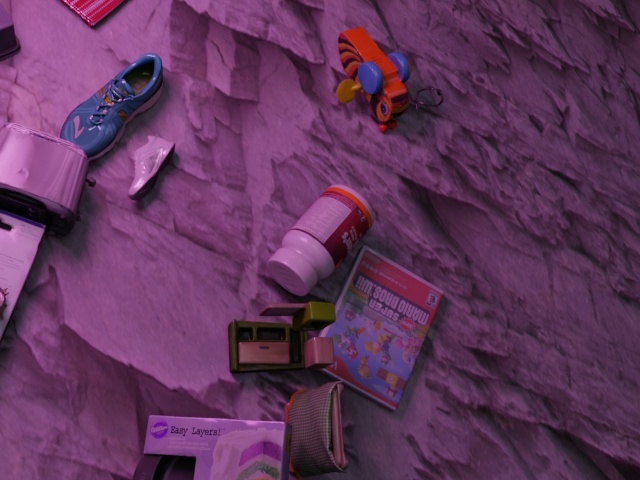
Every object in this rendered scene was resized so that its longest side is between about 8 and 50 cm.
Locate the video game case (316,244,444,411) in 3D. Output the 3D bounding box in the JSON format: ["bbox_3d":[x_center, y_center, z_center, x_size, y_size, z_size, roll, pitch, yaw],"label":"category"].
[{"bbox_3d":[0.117,0.175,1.767,0.204,0.025,0.285,30,64,-8],"label":"video game case"}]

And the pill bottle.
[{"bbox_3d":[0.000,0.000,1.731,0.121,0.121,0.221,42,63,-2],"label":"pill bottle"}]

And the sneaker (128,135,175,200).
[{"bbox_3d":[-0.343,-0.142,1.699,0.061,0.053,0.152,26,58,0],"label":"sneaker"}]

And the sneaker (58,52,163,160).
[{"bbox_3d":[-0.405,-0.268,1.683,0.107,0.110,0.275,38,64,-4],"label":"sneaker"}]

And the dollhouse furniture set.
[{"bbox_3d":[-0.064,0.276,1.567,0.151,0.197,0.301,3,70,-22],"label":"dollhouse furniture set"}]

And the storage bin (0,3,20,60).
[{"bbox_3d":[-0.647,-0.397,1.650,0.135,0.091,0.098,-31,84,-27],"label":"storage bin"}]

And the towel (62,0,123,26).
[{"bbox_3d":[-0.514,-0.586,1.800,0.275,0.031,0.199,41,61,-5],"label":"towel"}]

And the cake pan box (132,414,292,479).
[{"bbox_3d":[-0.188,0.427,1.483,0.267,0.070,0.245,1,68,13],"label":"cake pan box"}]

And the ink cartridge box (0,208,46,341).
[{"bbox_3d":[-0.613,0.100,1.503,0.166,0.065,0.332,22,67,-12],"label":"ink cartridge box"}]

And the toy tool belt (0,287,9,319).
[{"bbox_3d":[-0.557,0.091,1.473,0.052,0.051,0.083,-21,68,-10],"label":"toy tool belt"}]

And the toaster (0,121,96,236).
[{"bbox_3d":[-0.530,-0.114,1.576,0.227,0.129,0.146,19,62,-11],"label":"toaster"}]

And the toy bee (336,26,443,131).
[{"bbox_3d":[0.127,-0.323,1.895,0.195,0.162,0.298,-6,49,-14],"label":"toy bee"}]
